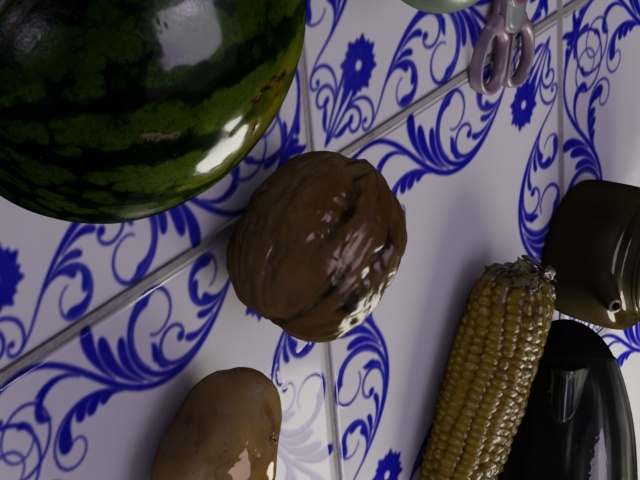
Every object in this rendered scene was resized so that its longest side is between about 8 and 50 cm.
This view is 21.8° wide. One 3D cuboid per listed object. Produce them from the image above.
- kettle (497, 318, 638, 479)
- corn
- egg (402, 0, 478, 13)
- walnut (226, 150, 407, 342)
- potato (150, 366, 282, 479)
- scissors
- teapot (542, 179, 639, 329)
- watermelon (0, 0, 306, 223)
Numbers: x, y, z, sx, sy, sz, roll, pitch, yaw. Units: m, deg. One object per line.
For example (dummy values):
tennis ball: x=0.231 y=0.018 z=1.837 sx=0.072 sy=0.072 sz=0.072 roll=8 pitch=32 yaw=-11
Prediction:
kettle: x=0.304 y=0.231 z=2.032 sx=0.251 sy=0.207 sz=0.271 roll=1 pitch=94 yaw=-49
corn: x=0.192 y=0.168 z=1.923 sx=0.115 sy=0.115 sz=0.317 roll=16 pitch=90 yaw=-57
egg: x=0.116 y=-0.312 z=1.576 sx=0.149 sy=0.149 sz=0.192 roll=-20 pitch=118 yaw=-51
walnut: x=0.000 y=0.000 z=1.541 sx=0.184 sy=0.155 sz=0.155 roll=-58 pitch=143 yaw=-15
potato: x=-0.091 y=0.199 z=1.519 sx=0.118 sy=0.109 sz=0.178 roll=31 pitch=71 yaw=-33
scissors: x=0.211 y=-0.282 z=1.835 sx=0.118 sy=0.030 sz=0.242 roll=-23 pitch=125 yaw=-50
teapot: x=0.405 y=0.021 z=2.113 sx=0.268 sy=0.175 sz=0.185 roll=-36 pitch=133 yaw=-44
watermelon: x=-0.148 y=-0.155 z=1.136 sx=0.285 sy=0.285 sz=0.285 roll=-27 pitch=124 yaw=-48
